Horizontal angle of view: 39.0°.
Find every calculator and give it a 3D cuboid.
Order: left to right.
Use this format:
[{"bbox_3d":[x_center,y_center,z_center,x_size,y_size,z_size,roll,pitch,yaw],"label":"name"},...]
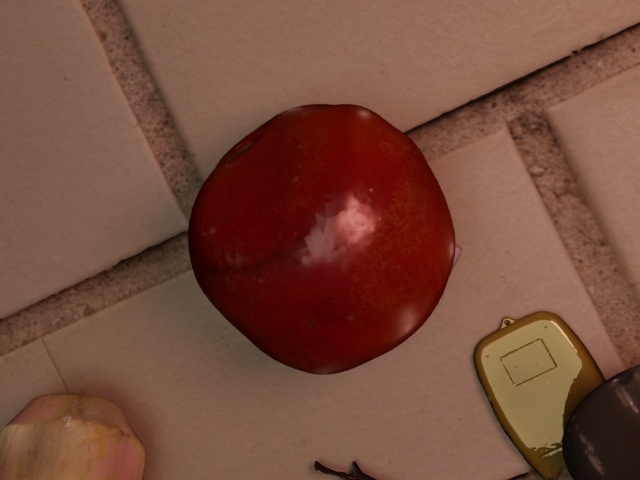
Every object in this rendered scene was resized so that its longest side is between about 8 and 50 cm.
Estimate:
[{"bbox_3d":[0.309,0.210,1.235,0.157,0.033,0.236,-30,88,16],"label":"calculator"}]

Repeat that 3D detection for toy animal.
[{"bbox_3d":[0.085,0.374,1.293,0.202,0.070,0.105,3,79,17],"label":"toy animal"}]

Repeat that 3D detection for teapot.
[{"bbox_3d":[0.445,0.337,1.083,0.223,0.285,0.305,-17,127,-2],"label":"teapot"}]

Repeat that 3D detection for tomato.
[{"bbox_3d":[0.000,0.000,1.143,0.325,0.290,0.293,-17,124,25],"label":"tomato"}]

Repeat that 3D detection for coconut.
[{"bbox_3d":[-0.368,0.347,1.324,0.237,0.237,0.197,53,136,2],"label":"coconut"}]

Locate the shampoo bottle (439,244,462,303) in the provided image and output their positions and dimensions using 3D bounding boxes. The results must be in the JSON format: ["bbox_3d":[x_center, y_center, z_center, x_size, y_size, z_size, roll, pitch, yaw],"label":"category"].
[{"bbox_3d":[0.145,0.043,1.246,0.072,0.043,0.099,22,101,12],"label":"shampoo bottle"}]
